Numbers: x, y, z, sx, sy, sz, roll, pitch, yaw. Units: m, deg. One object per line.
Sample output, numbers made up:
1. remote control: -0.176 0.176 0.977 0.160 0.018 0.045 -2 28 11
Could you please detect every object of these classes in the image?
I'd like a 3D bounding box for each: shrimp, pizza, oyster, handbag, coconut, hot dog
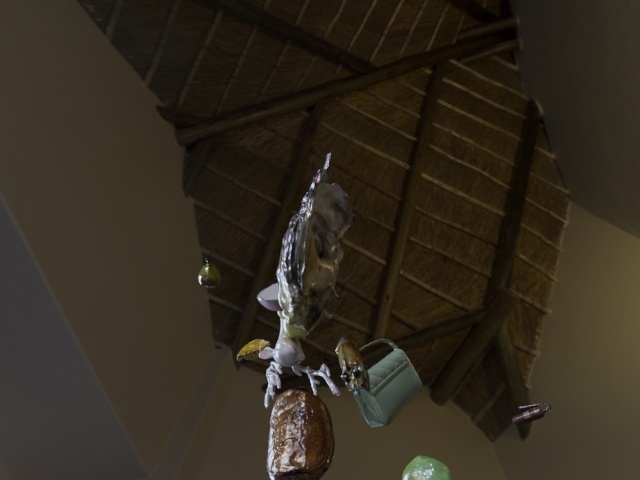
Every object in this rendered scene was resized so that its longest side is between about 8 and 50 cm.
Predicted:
1. shrimp: 0.059 0.224 0.756 0.041 0.180 0.099 -25 -89 3
2. pizza: -0.232 0.385 1.536 0.099 0.160 0.035 -7 -82 14
3. oyster: -0.009 -0.002 0.826 0.101 0.271 0.275 7 -52 36
4. handbag: 0.187 0.415 1.335 0.079 0.256 0.219 -34 -99 44
5. coconut: 0.181 0.417 0.753 0.088 0.087 0.096 35 -31 -8
6. hot dog: -0.063 0.559 1.260 0.196 0.272 0.122 -13 -56 5

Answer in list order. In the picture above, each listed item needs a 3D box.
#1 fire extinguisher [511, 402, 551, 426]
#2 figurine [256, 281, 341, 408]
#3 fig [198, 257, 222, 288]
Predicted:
1. fire extinguisher: 0.516 0.417 1.071 0.100 0.046 0.032 -34 -96 22
2. figurine: -0.093 0.299 1.257 0.207 0.284 0.315 -11 -79 -16
3. fig: -0.356 0.105 1.415 0.082 0.084 0.098 0 -94 13
